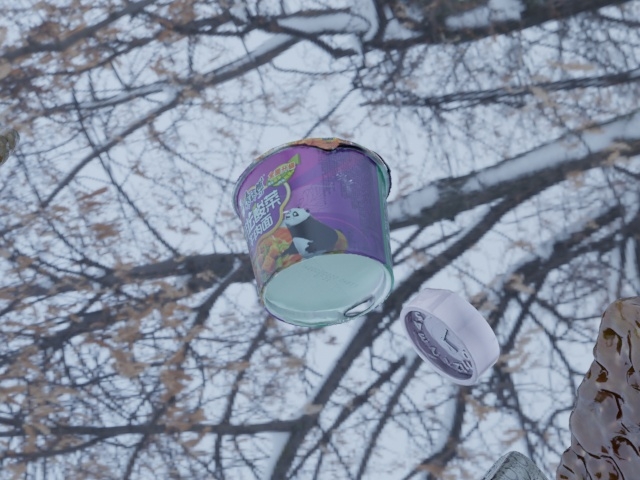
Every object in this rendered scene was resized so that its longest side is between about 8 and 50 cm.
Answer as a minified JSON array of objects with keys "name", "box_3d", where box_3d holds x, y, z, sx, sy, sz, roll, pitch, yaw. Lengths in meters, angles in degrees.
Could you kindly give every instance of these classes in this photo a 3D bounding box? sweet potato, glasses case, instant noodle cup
[{"name":"sweet potato","box_3d":[-0.405,-0.107,1.050,0.053,0.054,0.182,47,-160,-3]},{"name":"glasses case","box_3d":[0.304,0.443,1.405,0.137,0.085,0.355,50,-156,12]},{"name":"instant noodle cup","box_3d":[0.000,0.000,1.290,0.251,0.251,0.190,32,-143,-42]}]

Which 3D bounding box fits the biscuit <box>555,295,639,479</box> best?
[{"name":"biscuit","box_3d":[0.451,0.269,0.934,0.166,0.395,0.342,-18,-46,-26]}]

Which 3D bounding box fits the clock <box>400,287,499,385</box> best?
[{"name":"clock","box_3d":[0.247,0.184,1.679,0.068,0.197,0.197,-40,-67,-23]}]
